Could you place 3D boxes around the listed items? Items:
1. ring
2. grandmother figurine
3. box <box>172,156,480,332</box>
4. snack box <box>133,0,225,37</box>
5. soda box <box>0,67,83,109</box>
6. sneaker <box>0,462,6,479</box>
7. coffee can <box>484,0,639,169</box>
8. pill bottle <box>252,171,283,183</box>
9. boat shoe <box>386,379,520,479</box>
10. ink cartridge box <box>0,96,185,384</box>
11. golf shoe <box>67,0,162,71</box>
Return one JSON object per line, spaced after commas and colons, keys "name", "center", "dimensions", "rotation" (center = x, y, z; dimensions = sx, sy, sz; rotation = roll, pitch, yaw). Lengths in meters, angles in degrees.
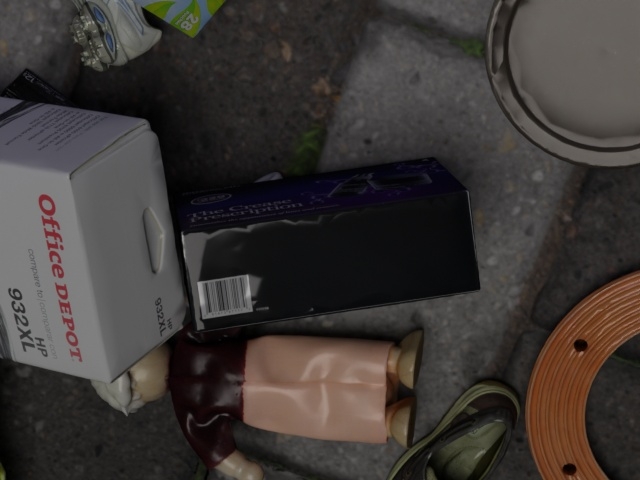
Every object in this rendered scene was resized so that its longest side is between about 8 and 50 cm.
{"name": "ring", "center": [0.374, 0.174, 1.859], "dimensions": [0.337, 0.032, 0.336], "rotation": [3, 112, 7]}
{"name": "grandmother figurine", "center": [-0.074, 0.146, 1.885], "dimensions": [0.342, 0.104, 0.207], "rotation": [7, 84, 9]}
{"name": "box", "center": [0.000, 0.000, 1.730], "dimensions": [0.261, 0.184, 0.103], "rotation": [-8, 101, -5]}
{"name": "snack box", "center": [-0.123, -0.313, 1.691], "dimensions": [0.174, 0.070, 0.207], "rotation": [30, 115, -33]}
{"name": "soda box", "center": [-0.244, -0.093, 1.833], "dimensions": [0.169, 0.060, 0.053], "rotation": [35, 117, -5]}
{"name": "sneaker", "center": [-0.379, 0.307, 1.984], "dimensions": [0.147, 0.145, 0.384], "rotation": [-1, 114, -29]}
{"name": "coffee can", "center": [0.249, -0.200, 1.602], "dimensions": [0.202, 0.275, 0.201], "rotation": [3, 111, 7]}
{"name": "pill bottle", "center": [-0.038, -0.023, 1.838], "dimensions": [0.043, 0.043, 0.083], "rotation": [-27, 105, 17]}
{"name": "boat shoe", "center": [0.125, 0.241, 1.897], "dimensions": [0.080, 0.073, 0.223], "rotation": [34, 111, -5]}
{"name": "ink cartridge box", "center": [-0.300, -0.011, 1.765], "dimensions": [0.307, 0.129, 0.223], "rotation": [10, 122, 30]}
{"name": "golf shoe", "center": [-0.211, -0.253, 1.778], "dimensions": [0.086, 0.069, 0.176], "rotation": [-22, 95, -25]}
